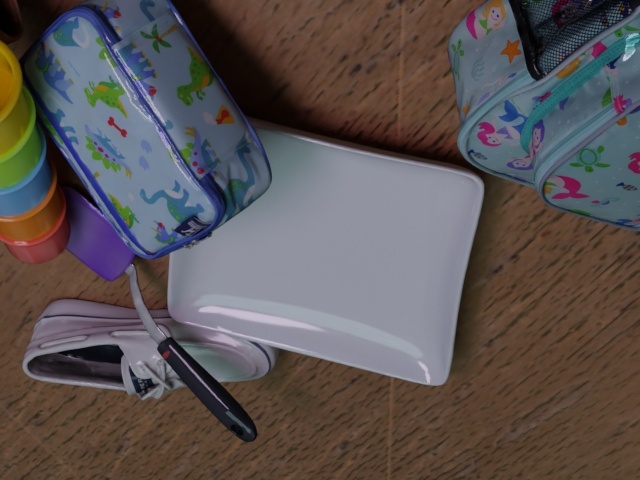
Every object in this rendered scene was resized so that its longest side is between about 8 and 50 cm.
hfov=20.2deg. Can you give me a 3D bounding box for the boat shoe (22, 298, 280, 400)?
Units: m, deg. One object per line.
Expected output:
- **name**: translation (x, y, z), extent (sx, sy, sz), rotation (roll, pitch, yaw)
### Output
- **boat shoe**: translation (-0.169, 0.119, 1.767), extent (0.258, 0.084, 0.095), rotation (1, 132, 20)

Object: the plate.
- **plate**: translation (0.000, 0.000, 1.620), extent (0.277, 0.045, 0.278), rotation (13, 135, 7)

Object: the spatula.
- **spatula**: translation (-0.158, 0.075, 1.699), extent (0.296, 0.030, 0.084), rotation (52, 140, 7)

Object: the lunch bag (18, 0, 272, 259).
- **lunch bag**: translation (-0.151, -0.096, 1.500), extent (0.219, 0.090, 0.176), rotation (57, 146, -7)

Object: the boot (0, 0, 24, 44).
- **boot**: translation (-0.333, -0.161, 1.550), extent (0.220, 0.109, 0.283), rotation (-9, 117, 31)

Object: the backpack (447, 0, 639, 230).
- **backpack**: translation (0.223, -0.118, 1.315), extent (0.225, 0.191, 0.253), rotation (14, 153, -37)

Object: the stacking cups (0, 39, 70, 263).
- **stacking cups**: translation (-0.266, -0.062, 1.547), extent (0.096, 0.096, 0.316), rotation (11, 158, 10)
